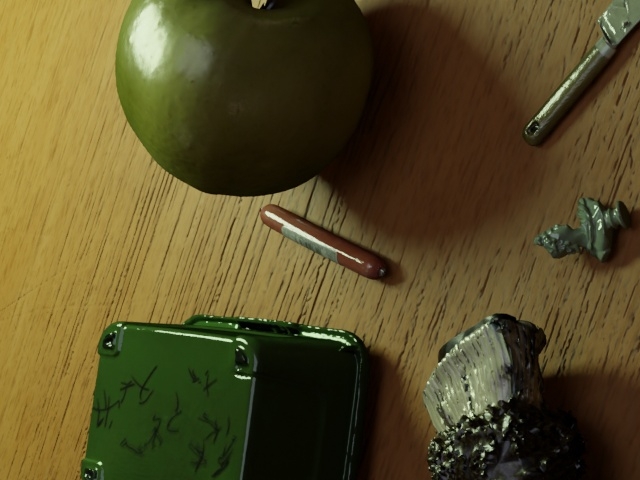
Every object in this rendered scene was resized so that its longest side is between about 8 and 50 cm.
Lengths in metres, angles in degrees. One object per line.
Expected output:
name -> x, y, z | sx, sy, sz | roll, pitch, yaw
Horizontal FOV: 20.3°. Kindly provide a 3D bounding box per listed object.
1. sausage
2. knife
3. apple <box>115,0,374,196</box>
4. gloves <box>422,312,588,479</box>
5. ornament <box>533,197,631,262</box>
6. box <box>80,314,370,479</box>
sausage -> 0.000, 0.000, 2.050 | 0.223, 0.029, 0.029 | 27, 100, 43
knife -> 0.298, -0.215, 1.819 | 0.298, 0.017, 0.047 | -51, 45, 24
apple -> -0.088, -0.189, 2.001 | 0.292, 0.292, 0.254 | 51, 136, 38
gloves -> 0.177, 0.244, 1.757 | 0.210, 0.135, 0.312 | -32, 63, 30
ornament -> 0.267, -0.010, 1.791 | 0.092, 0.041, 0.068 | -47, 58, 14
box -> -0.116, 0.205, 2.016 | 0.329, 0.178, 0.252 | 2, 81, 44
